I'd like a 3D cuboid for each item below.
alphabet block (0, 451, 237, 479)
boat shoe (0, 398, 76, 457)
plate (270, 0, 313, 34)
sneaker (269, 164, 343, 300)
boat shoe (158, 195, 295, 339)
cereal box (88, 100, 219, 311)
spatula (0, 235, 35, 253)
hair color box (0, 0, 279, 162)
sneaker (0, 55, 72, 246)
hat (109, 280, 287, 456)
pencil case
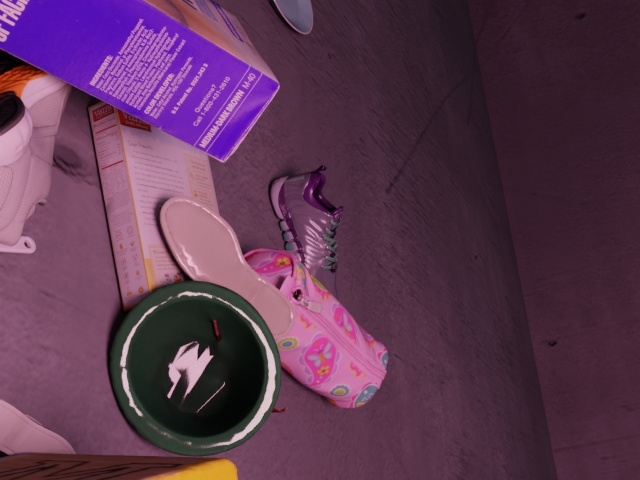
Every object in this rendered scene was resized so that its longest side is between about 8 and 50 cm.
[{"bbox_3d":[-0.183,0.247,0.549,0.193,0.197,0.192,8,77,-63],"label":"alphabet block"},{"bbox_3d":[-0.250,0.170,0.692,0.046,0.038,0.125,-54,129,-21],"label":"boat shoe"},{"bbox_3d":[-0.069,-0.470,1.544,0.188,0.024,0.188,44,37,-45],"label":"plate"},{"bbox_3d":[0.000,0.000,1.272,0.083,0.098,0.223,-31,102,-66],"label":"sneaker"},{"bbox_3d":[-0.116,0.036,0.943,0.206,0.065,0.075,49,64,-18],"label":"boat shoe"},{"bbox_3d":[-0.181,-0.036,0.971,0.173,0.047,0.240,12,63,-62],"label":"cereal box"},{"bbox_3d":[-0.340,-0.053,0.684,0.242,0.019,0.168,9,60,-65],"label":"spatula"},{"bbox_3d":[-0.216,-0.222,0.766,0.339,0.110,0.185,24,23,-36],"label":"hair color box"},{"bbox_3d":[-0.279,-0.087,0.740,0.262,0.099,0.121,-94,-177,-61],"label":"sneaker"},{"bbox_3d":[-0.141,0.153,0.938,0.208,0.173,0.183,60,-17,-1],"label":"hat"},{"bbox_3d":[-0.014,0.124,1.126,0.284,0.124,0.124,49,33,-43],"label":"pencil case"}]
